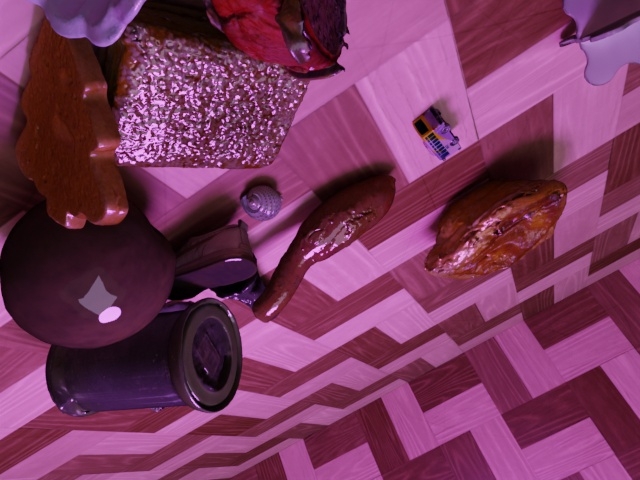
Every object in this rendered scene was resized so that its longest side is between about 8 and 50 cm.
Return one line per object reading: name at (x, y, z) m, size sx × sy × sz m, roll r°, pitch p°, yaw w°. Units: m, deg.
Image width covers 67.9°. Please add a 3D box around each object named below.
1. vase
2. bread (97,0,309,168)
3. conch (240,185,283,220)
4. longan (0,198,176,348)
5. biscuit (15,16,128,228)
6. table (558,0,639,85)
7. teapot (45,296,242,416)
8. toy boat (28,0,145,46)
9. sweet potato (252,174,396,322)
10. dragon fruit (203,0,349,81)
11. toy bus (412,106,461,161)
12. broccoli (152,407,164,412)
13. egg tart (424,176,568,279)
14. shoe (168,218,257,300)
vase at (-0.149, 0.106, 1.022) m, size 0.115 × 0.115 × 0.237 m, roll -26°, pitch 152°, yaw 1°
bread at (-0.148, -0.182, 0.589) m, size 0.234 × 0.110 × 0.184 m, roll -3°, pitch 139°, yaw -35°
conch at (-0.101, -0.061, 0.850) m, size 0.076 × 0.057 × 0.085 m, roll -29°, pitch 150°, yaw 30°
longan at (-0.327, 0.038, 0.688) m, size 0.248 × 0.248 × 0.248 m, roll -18°, pitch 148°, yaw -12°
biscuit at (-0.277, -0.126, 0.526) m, size 0.041 × 0.212 × 0.239 m, roll -16°, pitch 126°, yaw -50°
table at (0.497, -0.357, 0.746) m, size 0.198 × 0.167 × 0.166 m, roll -24°, pitch 150°, yaw 12°
teapot at (-0.335, 0.213, 0.922) m, size 0.337 × 0.270 × 0.200 m, roll -10°, pitch 120°, yaw 18°
toy boat at (-0.170, -0.303, 0.353) m, size 0.100 × 0.199 × 0.290 m, roll -48°, pitch 166°, yaw -46°
sweet potato at (0.000, 0.000, 0.929) m, size 0.385 × 0.109 × 0.109 m, roll -43°, pitch 148°, yaw -1°
dragon fruit at (-0.066, -0.266, 0.463) m, size 0.148 × 0.224 × 0.218 m, roll -4°, pitch -169°, yaw 17°
toy bus at (0.216, -0.193, 0.879) m, size 0.058 × 0.052 × 0.102 m, roll -35°, pitch 146°, yaw 19°
broccoli at (-0.382, 0.341, 1.220) m, size 0.204 × 0.118 × 0.122 m, roll -37°, pitch 139°, yaw -12°
egg tart at (0.426, -0.035, 1.165) m, size 0.339 × 0.153 × 0.351 m, roll 0°, pitch 140°, yaw -36°
shoe at (-0.234, 0.044, 0.877) m, size 0.274 × 0.098 × 0.103 m, roll -18°, pitch 147°, yaw 24°
